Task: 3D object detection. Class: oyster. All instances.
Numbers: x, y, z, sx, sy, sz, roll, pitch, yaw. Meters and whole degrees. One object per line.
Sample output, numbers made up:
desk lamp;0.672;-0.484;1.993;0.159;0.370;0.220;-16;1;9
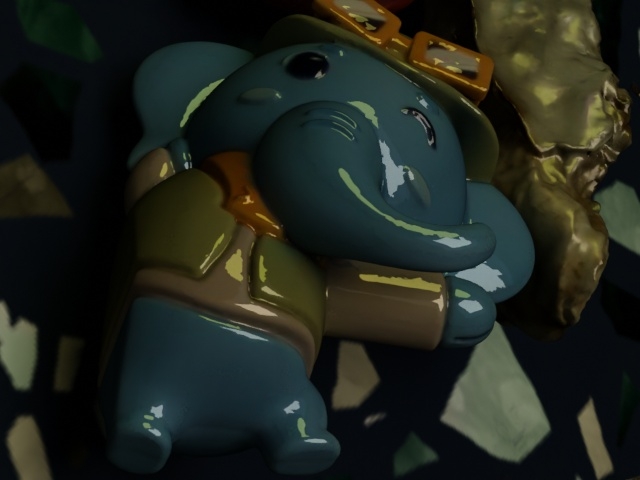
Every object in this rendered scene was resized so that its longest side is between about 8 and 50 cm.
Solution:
oyster;0.092;-0.092;1.035;0.110;0.166;0.341;7;63;-12

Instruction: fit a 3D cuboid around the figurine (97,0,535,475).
figurine;-0.002;0.002;0.865;0.154;0.180;0.262;73;21;-45

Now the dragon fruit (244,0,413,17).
dragon fruit;0.009;-0.163;0.973;0.136;0.166;0.133;-46;145;-45

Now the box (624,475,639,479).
box;0.199;0.169;1.092;0.012;0.046;0.083;-33;97;-54
